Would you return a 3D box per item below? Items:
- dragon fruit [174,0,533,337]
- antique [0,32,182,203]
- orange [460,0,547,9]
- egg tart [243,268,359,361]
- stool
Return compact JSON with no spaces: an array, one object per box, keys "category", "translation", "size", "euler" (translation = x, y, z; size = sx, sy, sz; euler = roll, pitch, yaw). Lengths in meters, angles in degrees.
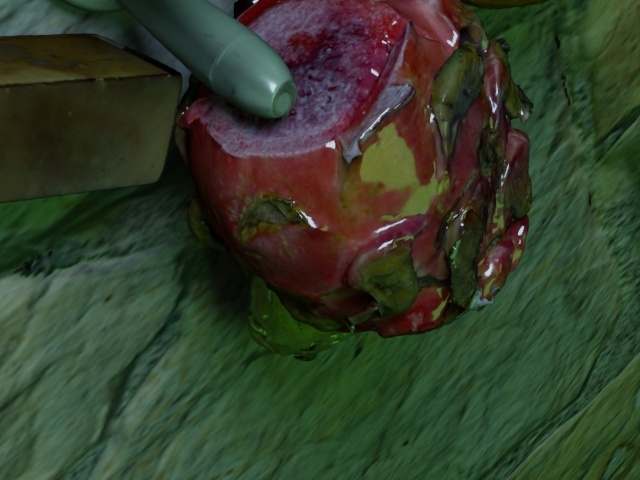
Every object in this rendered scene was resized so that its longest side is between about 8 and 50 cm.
[{"category":"dragon fruit","translation":[0.029,-0.051,1.393],"size":[0.250,0.269,0.291],"euler":[-67,150,-19]},{"category":"antique","translation":[-0.229,-0.078,1.217],"size":[0.310,0.093,0.087],"euler":[-11,121,-51]},{"category":"orange","translation":[0.146,-0.289,1.479],"size":[0.193,0.219,0.219],"euler":[36,82,-47]},{"category":"egg tart","translation":[-0.001,0.000,1.596],"size":[0.212,0.090,0.213],"euler":[-30,133,-39]},{"category":"stool","translation":[-0.069,-0.219,1.248],"size":[0.195,0.198,0.195],"euler":[-51,147,-19]}]
